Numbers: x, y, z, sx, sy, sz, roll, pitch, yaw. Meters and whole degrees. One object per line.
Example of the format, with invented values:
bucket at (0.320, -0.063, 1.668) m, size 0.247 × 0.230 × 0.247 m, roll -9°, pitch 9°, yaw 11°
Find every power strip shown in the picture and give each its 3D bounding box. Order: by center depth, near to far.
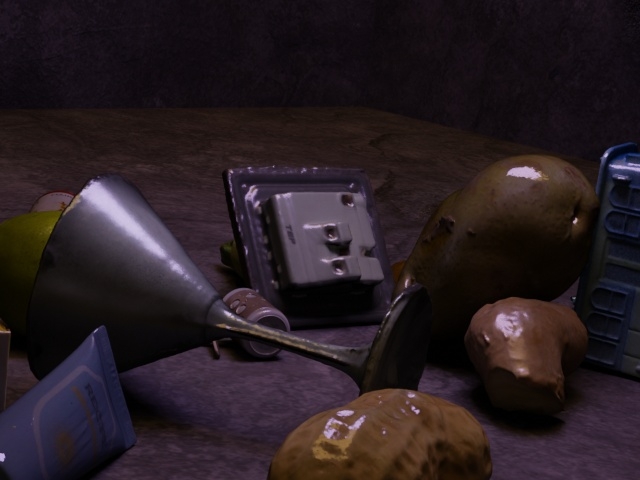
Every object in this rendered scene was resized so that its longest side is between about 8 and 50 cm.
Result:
power strip at (-0.001, 0.000, 2.121) m, size 0.251 × 0.256 × 0.092 m, roll -5°, pitch -19°, yaw -25°

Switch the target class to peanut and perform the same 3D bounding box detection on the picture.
peanut at (0.065, 0.219, 1.402) m, size 0.147 × 0.147 × 0.305 m, roll 13°, pitch 15°, yaw 30°

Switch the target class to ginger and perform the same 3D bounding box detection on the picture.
ginger at (0.261, 0.141, 1.852) m, size 0.138 × 0.152 × 0.267 m, roll -21°, pitch 6°, yaw 24°

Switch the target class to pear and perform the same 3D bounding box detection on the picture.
pear at (-0.327, 0.053, 1.887) m, size 0.220 × 0.187 × 0.187 m, roll 14°, pitch 12°, yaw -3°

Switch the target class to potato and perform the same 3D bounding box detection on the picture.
potato at (0.232, 0.025, 1.995) m, size 0.202 × 0.351 × 0.218 m, roll 50°, pitch 17°, yaw 0°

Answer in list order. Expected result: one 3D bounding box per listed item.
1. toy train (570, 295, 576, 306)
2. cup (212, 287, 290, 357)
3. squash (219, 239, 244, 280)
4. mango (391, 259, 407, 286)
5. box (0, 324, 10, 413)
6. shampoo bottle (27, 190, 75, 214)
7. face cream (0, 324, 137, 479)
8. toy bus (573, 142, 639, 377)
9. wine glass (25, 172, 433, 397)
toy train at (0.479, 0.105, 2.334) m, size 0.148 × 0.038 × 0.071 m, roll 11°, pitch 11°, yaw 23°
cup at (-0.102, 0.112, 1.934) m, size 0.102 × 0.074 × 0.099 m, roll 0°, pitch 14°, yaw -25°
squash at (-0.076, 0.019, 2.257) m, size 0.137 × 0.137 × 0.287 m, roll 2°, pitch 11°, yaw -19°
mango at (0.175, 0.070, 2.216) m, size 0.136 × 0.099 × 0.227 m, roll -7°, pitch 10°, yaw -32°
box at (-0.439, 0.157, 1.372) m, size 0.265 × 0.168 × 0.097 m, roll -4°, pitch 18°, yaw -33°
shampoo bottle at (-0.422, -0.020, 2.310) m, size 0.104 × 0.104 × 0.278 m, roll 5°, pitch 12°, yaw -7°
face cream at (-0.277, 0.202, 1.382) m, size 0.086 × 0.135 × 0.385 m, roll -10°, pitch 11°, yaw 21°
toy bus at (0.467, 0.033, 2.024) m, size 0.190 × 0.312 × 0.152 m, roll 15°, pitch 16°, yaw 28°
wine glass at (-0.094, 0.100, 1.638) m, size 0.406 × 0.267 × 0.267 m, roll 16°, pitch 15°, yaw 19°
